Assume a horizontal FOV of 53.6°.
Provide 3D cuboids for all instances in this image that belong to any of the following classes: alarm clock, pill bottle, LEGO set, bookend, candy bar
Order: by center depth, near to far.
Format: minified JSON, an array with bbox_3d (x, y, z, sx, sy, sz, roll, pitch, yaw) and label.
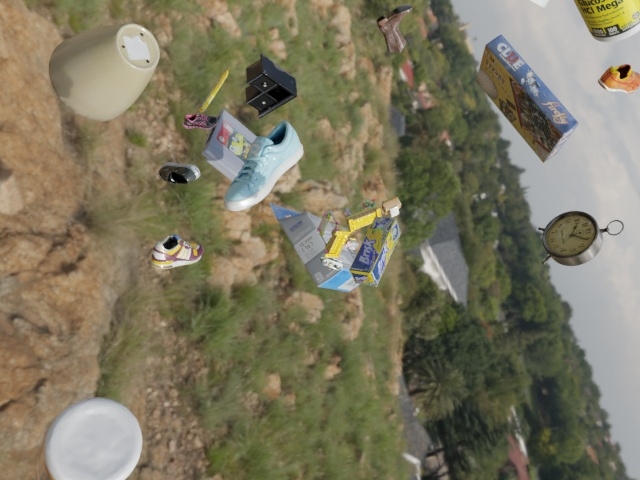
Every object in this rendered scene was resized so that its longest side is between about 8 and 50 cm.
[{"bbox_3d":[-0.434,0.400,1.167,0.162,0.278,0.162,13,57,-21],"label":"pill bottle"},{"bbox_3d":[0.616,-0.007,1.495,0.064,0.192,0.129,38,46,-38],"label":"alarm clock"},{"bbox_3d":[0.084,-0.051,1.770,0.132,0.287,0.107,26,25,-41],"label":"LEGO set"},{"bbox_3d":[0.798,-0.742,1.788,0.334,0.188,0.187,42,30,-33],"label":"pill bottle"},{"bbox_3d":[-0.315,-0.449,1.891,0.018,0.161,0.040,34,-9,-16],"label":"candy bar"},{"bbox_3d":[-0.180,-0.464,1.919,0.157,0.156,0.072,26,49,-48],"label":"bookend"}]

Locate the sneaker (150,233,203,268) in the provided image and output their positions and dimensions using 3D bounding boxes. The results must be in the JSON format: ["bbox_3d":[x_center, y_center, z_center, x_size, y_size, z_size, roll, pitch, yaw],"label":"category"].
[{"bbox_3d":[-0.388,0.021,1.760,0.185,0.070,0.083,-23,137,-56],"label":"sneaker"}]

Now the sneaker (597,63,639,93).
[{"bbox_3d":[0.787,-0.419,1.630,0.175,0.067,0.064,-15,63,-39],"label":"sneaker"}]

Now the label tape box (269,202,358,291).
[{"bbox_3d":[0.000,0.000,2.158,0.347,0.115,0.249,60,18,21],"label":"label tape box"}]

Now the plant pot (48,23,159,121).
[{"bbox_3d":[-0.577,-0.493,1.776,0.257,0.274,0.256,10,75,-44],"label":"plant pot"}]

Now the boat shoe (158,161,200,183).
[{"bbox_3d":[-0.336,-0.152,1.463,0.040,0.142,0.049,-48,124,-34],"label":"boat shoe"}]

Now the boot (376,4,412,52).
[{"bbox_3d":[0.218,-0.572,1.727,0.114,0.107,0.037,55,22,-40],"label":"boot"}]

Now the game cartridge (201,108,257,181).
[{"bbox_3d":[-0.317,-0.339,2.300,0.196,0.060,0.294,42,32,-26],"label":"game cartridge"}]

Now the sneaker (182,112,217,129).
[{"bbox_3d":[-0.407,-0.409,2.147,0.057,0.119,0.047,112,-33,-59],"label":"sneaker"}]

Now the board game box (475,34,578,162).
[{"bbox_3d":[0.425,-0.293,1.328,0.243,0.042,0.165,55,-2,13],"label":"board game box"}]

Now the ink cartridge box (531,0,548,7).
[{"bbox_3d":[0.522,-0.675,1.557,0.179,0.145,0.045,10,32,-33],"label":"ink cartridge box"}]

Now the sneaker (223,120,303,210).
[{"bbox_3d":[-0.201,-0.250,2.020,0.366,0.135,0.150,-53,137,-33],"label":"sneaker"}]

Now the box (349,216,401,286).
[{"bbox_3d":[0.129,0.024,1.482,0.168,0.059,0.054,-62,144,-31],"label":"box"}]
